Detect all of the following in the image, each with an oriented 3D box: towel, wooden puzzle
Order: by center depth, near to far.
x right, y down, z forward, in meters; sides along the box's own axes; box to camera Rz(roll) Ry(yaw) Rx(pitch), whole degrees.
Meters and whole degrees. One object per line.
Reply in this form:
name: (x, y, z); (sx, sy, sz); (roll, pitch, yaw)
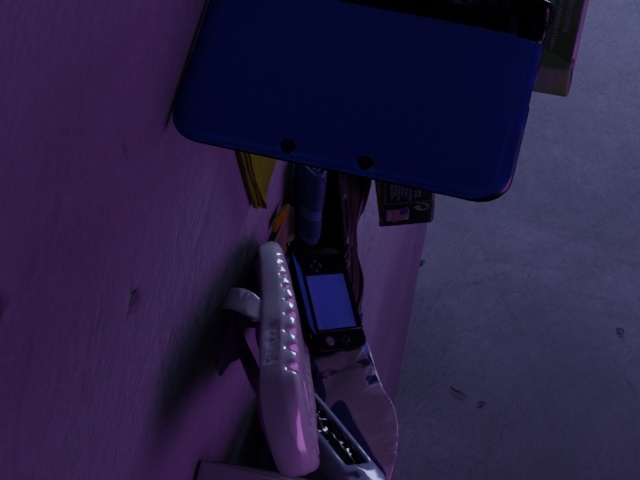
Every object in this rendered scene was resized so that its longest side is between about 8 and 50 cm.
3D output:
towel: (-0.064, -0.126, 1.388); (0.237, 0.021, 0.102); (81, 24, -65)
wooden puzzle: (-0.051, 0.000, 1.650); (0.078, 0.014, 0.116); (-62, 162, -46)
towel: (-0.017, -0.056, 1.656); (0.067, 0.029, 0.119); (-117, -154, -44)

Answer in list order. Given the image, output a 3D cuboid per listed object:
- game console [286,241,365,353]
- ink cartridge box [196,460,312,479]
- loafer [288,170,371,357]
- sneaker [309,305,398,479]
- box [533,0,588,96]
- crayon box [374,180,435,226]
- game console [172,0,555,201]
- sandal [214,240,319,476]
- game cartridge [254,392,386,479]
game console: (0.007, 0.065, 1.546); (0.071, 0.107, 0.122); (-41, -122, 56)
ink cartridge box: (-0.079, 0.333, 1.546); (0.176, 0.127, 0.128); (60, 42, -77)
loafer: (0.000, 0.000, 1.744); (0.095, 0.109, 0.302); (34, 60, -60)
sneaker: (0.032, 0.209, 1.888); (0.182, 0.128, 0.315); (84, -4, -79)
box: (0.132, -0.289, 1.419); (0.058, 0.322, 0.232); (74, 30, -63)
crayon box: (0.103, -0.206, 1.804); (0.202, 0.081, 0.318); (85, -1, -62)
game console: (0.048, -0.159, 1.180); (0.250, 0.293, 0.173); (-42, 144, -75)
sandal: (-0.068, 0.113, 1.425); (0.416, 0.102, 0.169); (-102, -179, -72)
game cartridge: (-0.005, 0.323, 1.708); (0.294, 0.060, 0.196); (45, -52, 55)
